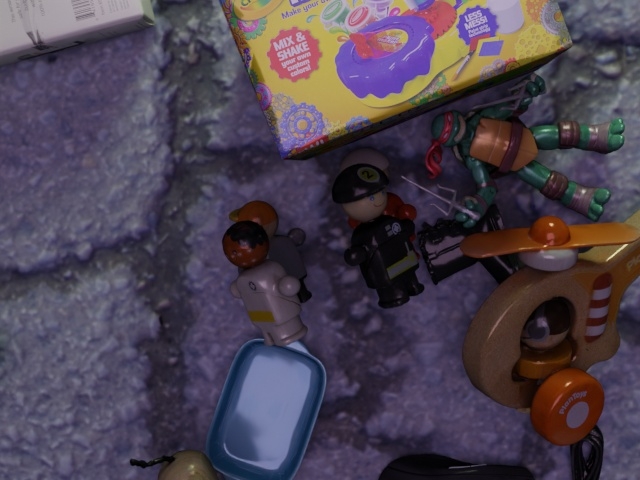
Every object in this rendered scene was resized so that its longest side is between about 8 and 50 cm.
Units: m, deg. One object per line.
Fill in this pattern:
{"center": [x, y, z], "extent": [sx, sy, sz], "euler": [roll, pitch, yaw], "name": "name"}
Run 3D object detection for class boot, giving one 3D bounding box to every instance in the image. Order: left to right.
{"center": [0.171, 0.023, 1.297], "extent": [0.099, 0.045, 0.121], "euler": [-21, 86, 4], "name": "boot"}

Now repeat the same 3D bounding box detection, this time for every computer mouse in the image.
{"center": [0.200, 0.268, 1.303], "extent": [0.262, 0.060, 0.184], "euler": [10, 95, 3], "name": "computer mouse"}

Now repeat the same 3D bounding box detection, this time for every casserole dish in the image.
{"center": [-0.062, 0.199, 1.328], "extent": [0.114, 0.037, 0.188], "euler": [19, 94, 3], "name": "casserole dish"}

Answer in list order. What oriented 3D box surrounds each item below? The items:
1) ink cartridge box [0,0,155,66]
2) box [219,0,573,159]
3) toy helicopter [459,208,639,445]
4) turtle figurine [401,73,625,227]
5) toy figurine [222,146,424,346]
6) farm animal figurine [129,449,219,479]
{"center": [-0.313, -0.294, 1.285], "extent": [0.218, 0.092, 0.159], "euler": [-14, 93, 3], "name": "ink cartridge box"}
{"center": [0.074, -0.214, 1.171], "extent": [0.290, 0.279, 0.177], "euler": [-21, 92, 6], "name": "box"}
{"center": [0.290, 0.030, 1.225], "extent": [0.355, 0.140, 0.235], "euler": [-40, 126, -12], "name": "toy helicopter"}
{"center": [0.208, -0.103, 1.251], "extent": [0.234, 0.118, 0.175], "euler": [12, 111, -13], "name": "turtle figurine"}
{"center": [0.000, 0.000, 1.224], "extent": [0.209, 0.213, 0.148], "euler": [-20, 102, 9], "name": "toy figurine"}
{"center": [-0.118, 0.397, 1.281], "extent": [0.326, 0.172, 0.330], "euler": [22, 109, -16], "name": "farm animal figurine"}
